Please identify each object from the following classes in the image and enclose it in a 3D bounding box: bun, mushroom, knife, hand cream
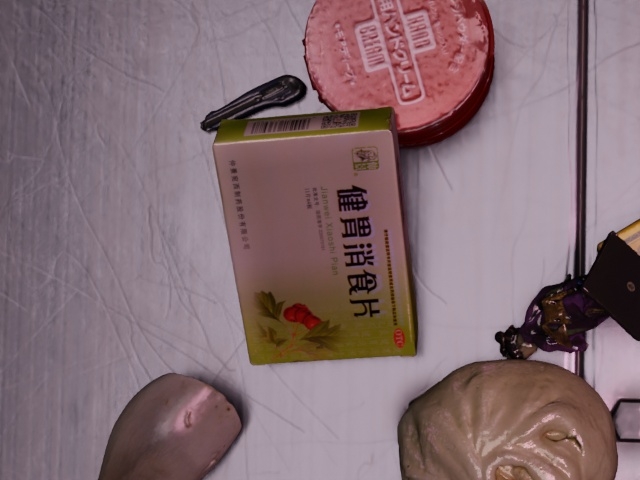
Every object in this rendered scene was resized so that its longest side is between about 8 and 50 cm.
[{"bbox_3d":[0.185,0.227,1.600,0.231,0.133,0.231,1,94,8],"label":"bun"},{"bbox_3d":[-0.182,0.238,1.676,0.116,0.093,0.225,39,87,-12],"label":"mushroom"},{"bbox_3d":[-0.073,-0.144,1.725,0.121,0.018,0.031,-25,81,7],"label":"knife"},{"bbox_3d":[0.083,-0.191,1.652,0.193,0.125,0.193,0,87,7],"label":"hand cream"}]

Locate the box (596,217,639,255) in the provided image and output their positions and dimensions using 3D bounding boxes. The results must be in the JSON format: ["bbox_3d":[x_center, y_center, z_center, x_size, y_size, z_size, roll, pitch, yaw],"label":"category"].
[{"bbox_3d":[0.433,0.085,1.603,0.193,0.084,0.301,-31,82,5],"label":"box"}]

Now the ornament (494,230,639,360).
[{"bbox_3d":[0.251,0.079,1.598,0.081,0.203,0.088,38,53,-5],"label":"ornament"}]

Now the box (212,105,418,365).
[{"bbox_3d":[-0.001,-0.001,1.619,0.175,0.062,0.260,-4,118,7],"label":"box"}]
